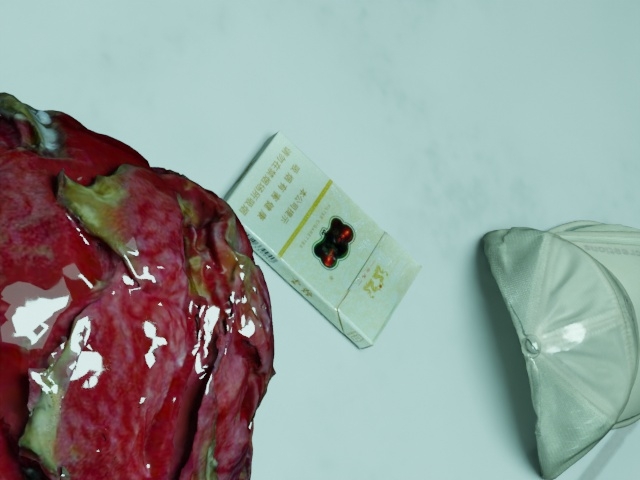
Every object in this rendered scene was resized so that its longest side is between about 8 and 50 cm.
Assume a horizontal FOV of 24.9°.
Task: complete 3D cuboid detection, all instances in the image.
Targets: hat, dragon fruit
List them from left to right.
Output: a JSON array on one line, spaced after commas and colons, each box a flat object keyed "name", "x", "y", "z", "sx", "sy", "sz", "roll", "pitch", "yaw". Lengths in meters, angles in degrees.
[{"name": "dragon fruit", "x": -0.180, "y": 0.072, "z": 0.856, "sx": 0.329, "sy": 0.329, "sz": 0.329, "roll": 10, "pitch": 71, "yaw": -31}, {"name": "hat", "x": 0.252, "y": 0.075, "z": 1.238, "sx": 0.226, "sy": 0.164, "sz": 0.219, "roll": -14, "pitch": 85, "yaw": -14}]

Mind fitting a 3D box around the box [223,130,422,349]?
[{"name": "box", "x": 0.000, "y": 0.000, "z": 1.162, "sx": 0.167, "sy": 0.024, "sz": 0.090, "roll": 43, "pitch": 57, "yaw": -14}]
